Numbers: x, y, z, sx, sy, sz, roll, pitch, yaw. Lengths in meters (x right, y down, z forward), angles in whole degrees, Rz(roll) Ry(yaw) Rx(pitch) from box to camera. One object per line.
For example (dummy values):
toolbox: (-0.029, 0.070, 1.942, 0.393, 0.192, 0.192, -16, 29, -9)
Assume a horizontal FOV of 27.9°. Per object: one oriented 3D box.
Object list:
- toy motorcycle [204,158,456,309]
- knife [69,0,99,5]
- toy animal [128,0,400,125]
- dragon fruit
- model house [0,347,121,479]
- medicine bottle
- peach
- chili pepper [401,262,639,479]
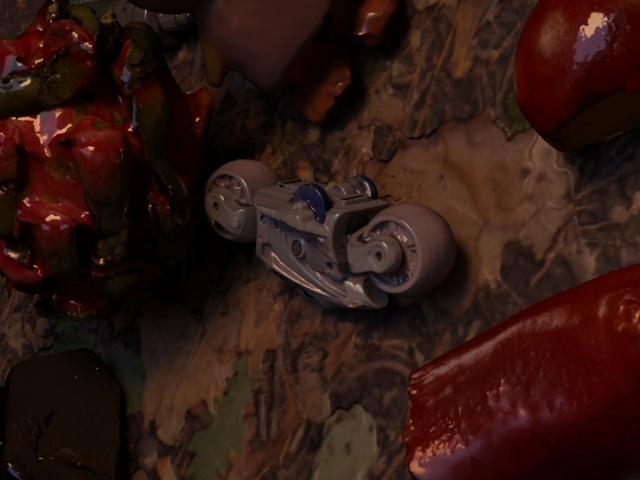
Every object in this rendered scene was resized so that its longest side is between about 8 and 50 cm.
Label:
toy motorcycle: (0.000, 0.000, 1.051, 0.254, 0.112, 0.112, 16, 84, 41)
knife: (-0.224, -0.264, 1.384, 0.210, 0.015, 0.028, -12, 73, 37)
toy animal: (-0.082, -0.239, 1.094, 0.195, 0.281, 0.169, -57, 28, 8)
dragon fruit: (-0.209, -0.068, 1.126, 0.237, 0.231, 0.302, -72, 6, -49)
model house: (-0.265, 0.212, 1.185, 0.164, 0.141, 0.203, -55, 22, 39)
medicine bottle: (-0.179, -0.220, 1.300, 0.199, 0.057, 0.057, 2, 75, 41)
peach: (0.198, -0.138, 0.925, 0.118, 0.151, 0.151, 1, 68, -6)
chili pepper: (0.213, 0.075, 0.809, 0.338, 0.131, 0.134, -35, 29, 30)
